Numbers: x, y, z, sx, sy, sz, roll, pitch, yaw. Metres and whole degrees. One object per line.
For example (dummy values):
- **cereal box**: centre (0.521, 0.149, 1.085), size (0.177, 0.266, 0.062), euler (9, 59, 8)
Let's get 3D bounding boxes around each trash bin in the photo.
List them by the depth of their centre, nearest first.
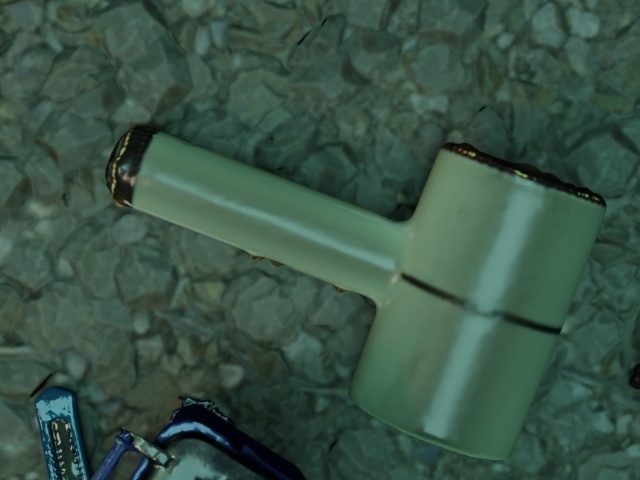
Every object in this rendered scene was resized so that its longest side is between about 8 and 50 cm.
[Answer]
- **trash bin**: centre (-0.082, 0.196, 1.098), size (0.184, 0.234, 0.162), euler (34, 92, -7)

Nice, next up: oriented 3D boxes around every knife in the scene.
- **knife**: centre (-0.175, 0.252, 1.203), size (0.044, 0.026, 0.296), euler (-9, 98, 9)

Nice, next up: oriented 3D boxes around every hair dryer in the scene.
- **hair dryer**: centre (0.000, 0.000, 1.148), size (0.362, 0.128, 0.203), euler (20, 96, 2)

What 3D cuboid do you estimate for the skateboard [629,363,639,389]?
- **skateboard**: centre (0.282, 0.053, 1.182), size (0.067, 0.080, 0.151), euler (17, 93, 0)
